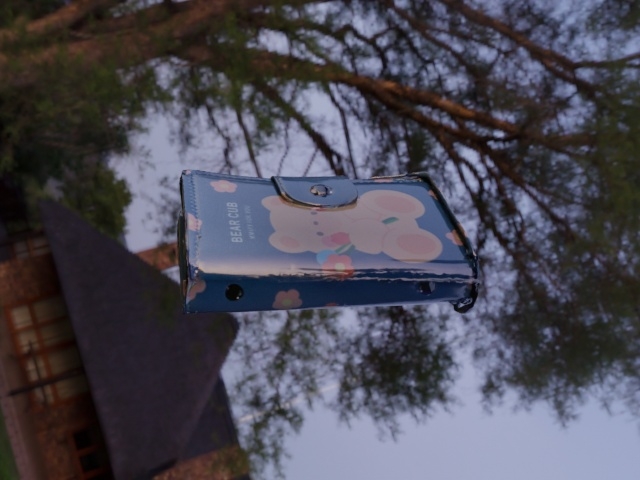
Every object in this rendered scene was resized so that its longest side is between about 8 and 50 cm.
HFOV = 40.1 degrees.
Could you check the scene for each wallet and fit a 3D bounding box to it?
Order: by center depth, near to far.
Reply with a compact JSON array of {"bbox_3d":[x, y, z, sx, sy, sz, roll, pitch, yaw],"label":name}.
[{"bbox_3d":[0.000,0.001,0.625,0.141,0.202,0.059,-108,-159,-54],"label":"wallet"}]
